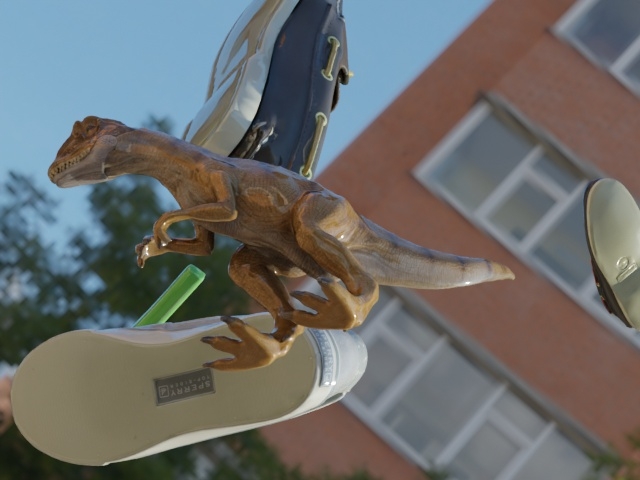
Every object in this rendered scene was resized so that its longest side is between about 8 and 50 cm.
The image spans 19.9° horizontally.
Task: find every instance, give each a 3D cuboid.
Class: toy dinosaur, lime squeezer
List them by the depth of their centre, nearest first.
[{"bbox_3d":[0.000,0.000,0.712,0.211,0.112,0.064,21,-49,-16],"label":"toy dinosaur"},{"bbox_3d":[-0.171,0.105,1.374,0.059,0.110,0.310,52,-30,-3],"label":"lime squeezer"}]

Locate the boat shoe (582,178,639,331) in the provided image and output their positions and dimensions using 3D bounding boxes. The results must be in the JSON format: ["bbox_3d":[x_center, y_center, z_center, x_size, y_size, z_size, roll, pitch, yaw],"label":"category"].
[{"bbox_3d":[0.222,0.009,1.381,0.042,0.049,0.133,32,-29,58],"label":"boat shoe"}]

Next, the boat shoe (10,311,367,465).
[{"bbox_3d":[-0.075,0.085,1.055,0.227,0.081,0.079,-10,-98,32],"label":"boat shoe"}]

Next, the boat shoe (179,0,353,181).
[{"bbox_3d":[-0.021,-0.092,1.050,0.068,0.228,0.081,38,-53,-15],"label":"boat shoe"}]
